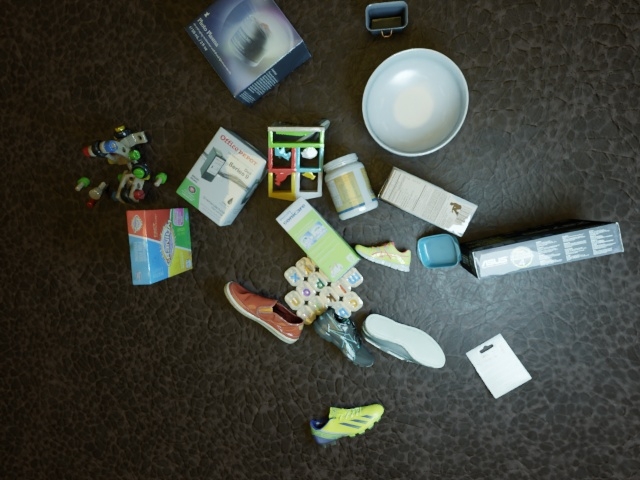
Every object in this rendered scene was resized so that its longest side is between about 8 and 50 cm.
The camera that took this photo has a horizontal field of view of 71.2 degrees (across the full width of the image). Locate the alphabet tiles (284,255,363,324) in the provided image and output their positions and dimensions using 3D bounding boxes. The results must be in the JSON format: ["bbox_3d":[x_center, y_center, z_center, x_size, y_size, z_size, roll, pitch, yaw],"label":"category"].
[{"bbox_3d":[0.011,0.178,1.651,0.284,0.021,0.278,-40,89,10],"label":"alphabet tiles"}]

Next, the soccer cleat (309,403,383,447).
[{"bbox_3d":[0.092,0.662,1.652,0.289,0.093,0.121,-28,84,9],"label":"soccer cleat"}]

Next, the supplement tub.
[{"bbox_3d":[0.100,-0.184,1.540,0.144,0.144,0.199,-21,92,10],"label":"supplement tub"}]

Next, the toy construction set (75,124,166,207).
[{"bbox_3d":[-0.740,-0.277,1.657,0.309,0.237,0.257,-30,121,26],"label":"toy construction set"}]

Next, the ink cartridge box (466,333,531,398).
[{"bbox_3d":[0.629,0.445,1.588,0.145,0.045,0.179,-35,72,10],"label":"ink cartridge box"}]

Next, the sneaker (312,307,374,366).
[{"bbox_3d":[0.098,0.350,1.603,0.267,0.101,0.106,39,100,-8],"label":"sneaker"}]

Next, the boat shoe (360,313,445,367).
[{"bbox_3d":[0.292,0.371,1.609,0.320,0.116,0.099,27,142,-2],"label":"boat shoe"}]

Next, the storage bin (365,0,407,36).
[{"bbox_3d":[0.222,-0.729,1.497,0.135,0.091,0.098,-2,95,9],"label":"storage bin"}]

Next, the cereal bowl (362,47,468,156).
[{"bbox_3d":[0.309,-0.445,1.487,0.339,0.141,0.338,1,96,9],"label":"cereal bowl"}]

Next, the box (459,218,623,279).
[{"bbox_3d":[0.651,0.022,1.394,0.395,0.318,0.097,-13,94,10],"label":"box"}]

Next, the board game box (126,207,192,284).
[{"bbox_3d":[-0.554,0.008,1.568,0.064,0.316,0.242,-2,96,9],"label":"board game box"}]

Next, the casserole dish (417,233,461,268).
[{"bbox_3d":[0.409,0.035,1.525,0.037,0.188,0.114,-16,92,-32],"label":"casserole dish"}]

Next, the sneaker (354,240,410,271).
[{"bbox_3d":[0.223,0.042,1.585,0.209,0.081,0.094,17,91,0],"label":"sneaker"}]

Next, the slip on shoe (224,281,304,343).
[{"bbox_3d":[-0.202,0.246,1.636,0.331,0.123,0.101,35,108,-2],"label":"slip on shoe"}]

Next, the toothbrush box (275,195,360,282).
[{"bbox_3d":[0.000,0.000,1.526,0.122,0.206,0.283,-44,83,3],"label":"toothbrush box"}]

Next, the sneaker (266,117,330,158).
[{"bbox_3d":[-0.083,-0.396,1.578,0.222,0.083,0.118,-30,87,8],"label":"sneaker"}]

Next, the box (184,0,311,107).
[{"bbox_3d":[-0.242,-0.678,1.526,0.294,0.183,0.296,-37,90,9],"label":"box"}]

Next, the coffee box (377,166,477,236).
[{"bbox_3d":[0.349,-0.131,1.499,0.297,0.168,0.118,26,98,6],"label":"coffee box"}]

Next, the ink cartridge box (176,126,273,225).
[{"bbox_3d":[-0.342,-0.229,1.612,0.211,0.121,0.289,37,99,3],"label":"ink cartridge box"}]

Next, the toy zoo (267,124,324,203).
[{"bbox_3d":[-0.087,-0.252,1.559,0.193,0.030,0.293,-1,117,-9],"label":"toy zoo"}]
